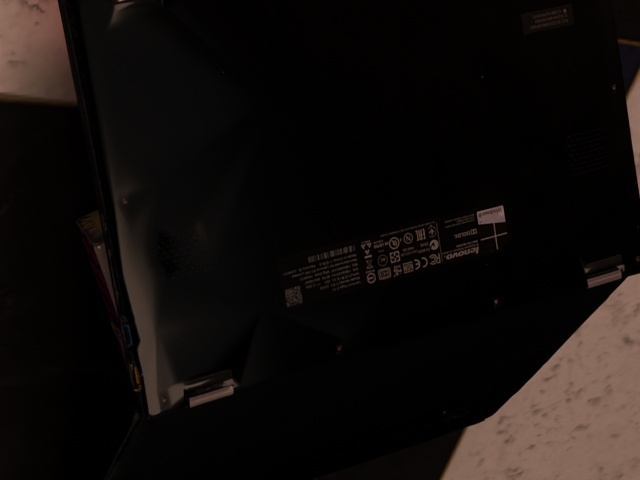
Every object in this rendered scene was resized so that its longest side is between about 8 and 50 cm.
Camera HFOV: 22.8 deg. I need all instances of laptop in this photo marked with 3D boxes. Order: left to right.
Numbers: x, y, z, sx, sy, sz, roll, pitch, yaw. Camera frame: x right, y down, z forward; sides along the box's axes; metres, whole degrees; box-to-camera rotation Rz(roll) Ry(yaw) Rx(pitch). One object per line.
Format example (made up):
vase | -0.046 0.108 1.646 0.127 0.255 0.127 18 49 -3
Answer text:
laptop | 0.000 0.000 1.091 0.382 0.236 0.408 -15 101 -27

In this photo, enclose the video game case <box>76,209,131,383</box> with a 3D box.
video game case | -0.046 0.035 1.128 0.210 0.042 0.232 -26 133 -15
